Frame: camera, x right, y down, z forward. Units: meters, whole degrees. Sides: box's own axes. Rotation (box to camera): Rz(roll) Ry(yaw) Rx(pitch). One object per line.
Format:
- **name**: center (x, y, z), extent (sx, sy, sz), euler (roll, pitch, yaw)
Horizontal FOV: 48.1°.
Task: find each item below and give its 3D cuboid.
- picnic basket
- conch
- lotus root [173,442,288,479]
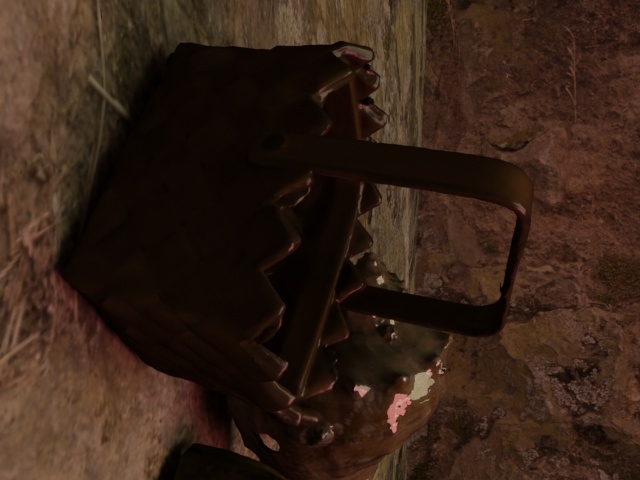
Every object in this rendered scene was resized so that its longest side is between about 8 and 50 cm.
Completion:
- **picnic basket**: center (0.000, 0.000, 0.595), extent (0.254, 0.321, 0.291), euler (77, 26, -59)
- **conch**: center (-0.010, 0.158, 0.778), extent (0.186, 0.263, 0.324), euler (17, 95, -54)
- **lotus root**: center (-0.095, 0.332, 0.732), extent (0.138, 0.119, 0.235), euler (-63, 156, -54)
